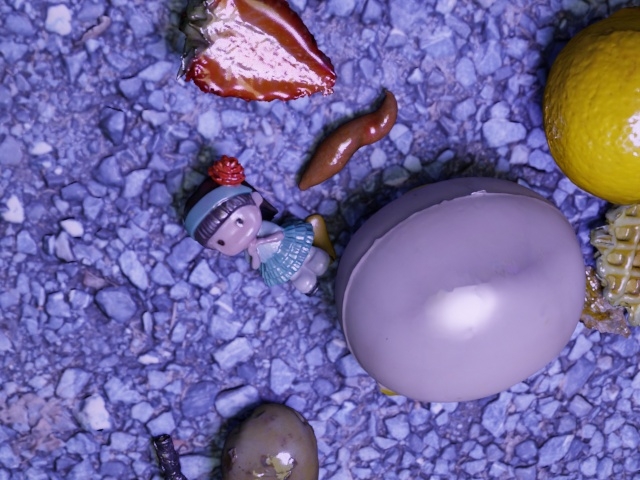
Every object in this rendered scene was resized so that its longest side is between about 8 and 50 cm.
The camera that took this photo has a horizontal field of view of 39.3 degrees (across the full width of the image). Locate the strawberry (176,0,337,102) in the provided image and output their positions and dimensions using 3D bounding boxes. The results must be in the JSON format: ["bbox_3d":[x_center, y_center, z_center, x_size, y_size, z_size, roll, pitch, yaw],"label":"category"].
[{"bbox_3d":[-0.087,-0.285,1.268,0.228,0.098,0.175,4,108,-15],"label":"strawberry"}]

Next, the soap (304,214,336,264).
[{"bbox_3d":[0.000,0.000,1.426,0.034,0.012,0.089,-20,111,-3],"label":"soap"}]

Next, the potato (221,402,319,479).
[{"bbox_3d":[-0.087,0.398,1.474,0.164,0.165,0.263,7,102,-13],"label":"potato"}]

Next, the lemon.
[{"bbox_3d":[0.460,-0.195,1.309,0.292,0.293,0.293,-3,109,-9],"label":"lemon"}]

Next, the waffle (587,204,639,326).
[{"bbox_3d":[0.601,0.004,1.509,0.317,0.073,0.297,-39,110,2],"label":"waffle"}]

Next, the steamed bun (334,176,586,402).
[{"bbox_3d":[0.207,0.072,1.332,0.373,0.334,0.334,-15,111,-6],"label":"steamed bun"}]

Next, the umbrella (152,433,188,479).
[{"bbox_3d":[-0.246,0.390,1.500,0.040,0.037,0.144,-5,111,19],"label":"umbrella"}]

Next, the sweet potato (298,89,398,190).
[{"bbox_3d":[0.040,-0.147,1.360,0.202,0.058,0.055,-39,90,5],"label":"sweet potato"}]

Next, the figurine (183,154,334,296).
[{"bbox_3d":[-0.091,-0.017,1.357,0.245,0.110,0.138,34,98,-24],"label":"figurine"}]

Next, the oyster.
[{"bbox_3d":[0.460,0.108,1.540,0.121,0.045,0.146,-12,111,9],"label":"oyster"}]
